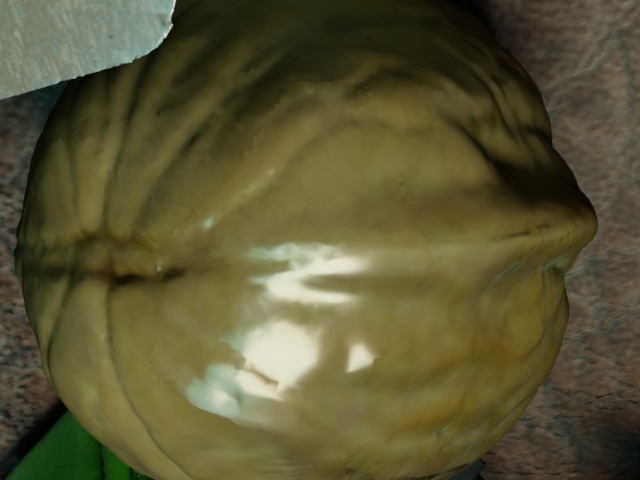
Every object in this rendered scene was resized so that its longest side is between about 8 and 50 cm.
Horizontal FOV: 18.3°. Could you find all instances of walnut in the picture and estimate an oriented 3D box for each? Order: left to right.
[{"bbox_3d":[0.000,0.000,0.808,0.261,0.225,0.225,-9,150,-50],"label":"walnut"}]

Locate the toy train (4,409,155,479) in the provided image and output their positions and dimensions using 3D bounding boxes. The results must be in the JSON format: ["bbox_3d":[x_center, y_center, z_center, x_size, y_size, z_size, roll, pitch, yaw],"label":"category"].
[{"bbox_3d":[-0.081,0.196,1.080,0.243,0.132,0.188,26,126,-30],"label":"toy train"}]

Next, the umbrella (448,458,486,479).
[{"bbox_3d":[0.013,0.102,0.999,0.110,0.122,0.272,-45,118,11],"label":"umbrella"}]

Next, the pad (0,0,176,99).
[{"bbox_3d":[-0.166,-0.169,0.693,0.176,0.002,0.266,-15,108,12],"label":"pad"}]
